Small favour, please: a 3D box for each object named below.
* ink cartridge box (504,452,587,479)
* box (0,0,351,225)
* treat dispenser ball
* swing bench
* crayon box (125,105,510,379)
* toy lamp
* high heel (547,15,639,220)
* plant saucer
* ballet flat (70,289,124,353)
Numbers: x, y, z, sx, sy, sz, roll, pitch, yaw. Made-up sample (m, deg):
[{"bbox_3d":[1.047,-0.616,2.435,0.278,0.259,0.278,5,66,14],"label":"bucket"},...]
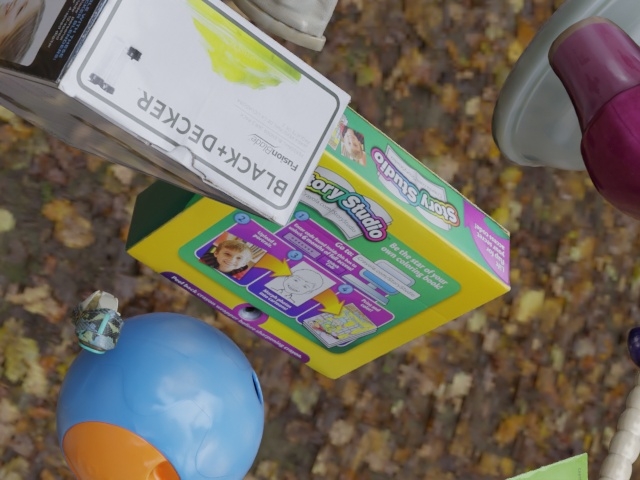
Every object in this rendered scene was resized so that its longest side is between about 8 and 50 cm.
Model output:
[{"bbox_3d":[0.225,0.363,1.408,0.255,0.097,0.189,-14,107,-26],"label":"ink cartridge box"},{"bbox_3d":[-0.135,-0.108,0.789,0.169,0.290,0.087,32,84,-36],"label":"box"},{"bbox_3d":[-0.222,0.244,1.778,0.288,0.288,0.288,-8,102,-40],"label":"treat dispenser ball"},{"bbox_3d":[-0.012,-0.437,1.737,0.255,0.165,0.253,-71,-176,-59],"label":"swing bench"},{"bbox_3d":[0.000,0.000,1.578,0.363,0.313,0.106,35,41,-30],"label":"crayon box"},{"bbox_3d":[0.282,0.212,1.212,0.080,0.080,0.275,46,58,-36],"label":"toy lamp"},{"bbox_3d":[0.310,-0.020,0.955,0.377,0.181,0.127,21,126,-39],"label":"high heel"},{"bbox_3d":[0.340,-0.169,1.111,0.400,0.400,0.100,-17,65,-38],"label":"plant saucer"},{"bbox_3d":[-0.277,0.096,1.611,0.070,0.188,0.070,-2,98,-15],"label":"ballet flat"}]
